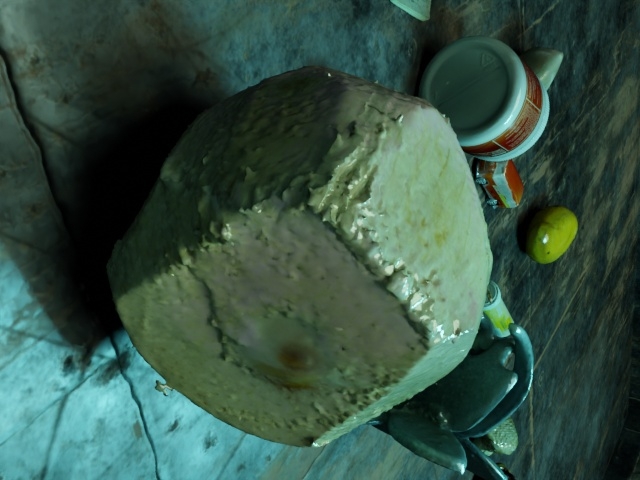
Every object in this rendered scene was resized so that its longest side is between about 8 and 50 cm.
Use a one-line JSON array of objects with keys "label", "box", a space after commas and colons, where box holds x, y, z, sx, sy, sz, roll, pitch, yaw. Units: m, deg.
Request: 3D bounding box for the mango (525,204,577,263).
[{"label": "mango", "box": [0.630, -0.018, 1.986, 0.262, 0.109, 0.157, -12, 118, -50]}]

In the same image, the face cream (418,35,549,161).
[{"label": "face cream", "box": [0.308, -0.262, 1.346, 0.187, 0.201, 0.201, 10, 91, -57]}]

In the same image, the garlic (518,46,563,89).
[{"label": "garlic", "box": [0.509, -0.393, 1.694, 0.318, 0.112, 0.143, -22, 140, -59]}]

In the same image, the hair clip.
[{"label": "hair clip", "box": [0.163, 0.212, 1.137, 0.392, 0.318, 0.238, 38, 75, -52]}]

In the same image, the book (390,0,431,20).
[{"label": "book", "box": [0.167, -0.496, 1.238, 0.138, 0.016, 0.198, 0, 98, -57]}]

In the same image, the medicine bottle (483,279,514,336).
[{"label": "medicine bottle", "box": [0.427, 0.173, 1.767, 0.218, 0.074, 0.074, 48, 59, -53]}]

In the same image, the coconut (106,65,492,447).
[{"label": "coconut", "box": [0.000, 0.000, 0.804, 0.405, 0.405, 0.404, -21, 116, -52]}]

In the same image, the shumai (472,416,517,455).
[{"label": "shumai", "box": [0.435, 0.501, 1.847, 0.145, 0.145, 0.116, -29, 164, -50]}]

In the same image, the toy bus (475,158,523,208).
[{"label": "toy bus", "box": [0.415, -0.141, 1.653, 0.174, 0.077, 0.079, 45, 61, -52]}]

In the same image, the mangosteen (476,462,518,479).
[{"label": "mangosteen", "box": [0.479, 0.665, 1.951, 0.140, 0.140, 0.140, -21, 116, -52]}]
